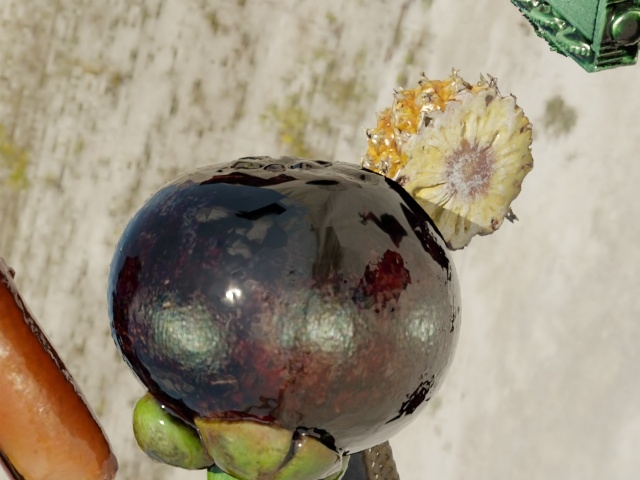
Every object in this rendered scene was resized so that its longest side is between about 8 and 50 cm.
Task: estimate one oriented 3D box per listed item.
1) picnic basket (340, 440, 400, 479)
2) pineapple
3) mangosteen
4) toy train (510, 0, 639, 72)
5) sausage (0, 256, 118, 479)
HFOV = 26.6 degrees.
[{"bbox_3d":[0.048,0.321,1.719,0.110,0.055,0.193,-11,99,38],"label":"picnic basket"},{"bbox_3d":[0.102,-0.087,1.290,0.137,0.161,0.176,39,158,49],"label":"pineapple"},{"bbox_3d":[-0.025,0.072,1.121,0.300,0.300,0.300,-168,90,-76],"label":"mangosteen"},{"bbox_3d":[0.346,-0.314,1.658,0.330,0.178,0.138,-114,23,-58],"label":"toy train"},{"bbox_3d":[-0.285,0.089,1.167,0.330,0.102,0.102,61,174,-14],"label":"sausage"}]
